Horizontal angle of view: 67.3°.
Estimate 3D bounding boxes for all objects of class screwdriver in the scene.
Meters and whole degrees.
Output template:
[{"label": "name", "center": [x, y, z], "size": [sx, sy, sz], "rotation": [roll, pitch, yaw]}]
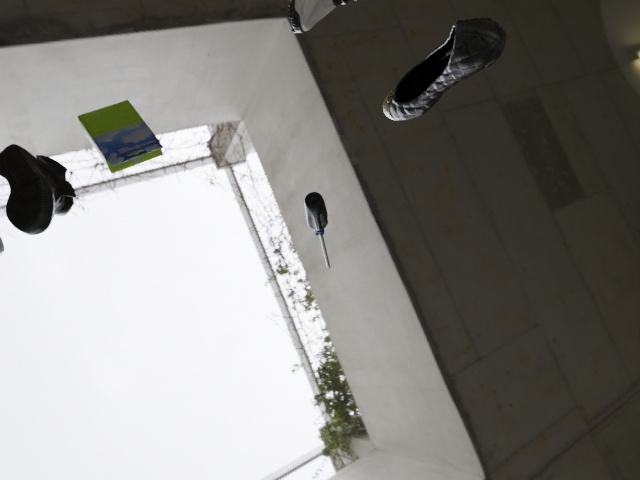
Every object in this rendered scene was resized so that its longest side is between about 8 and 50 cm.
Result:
[{"label": "screwdriver", "center": [0.000, 0.000, 0.541], "size": [0.024, 0.170, 0.025], "rotation": [21, -117, 17]}]

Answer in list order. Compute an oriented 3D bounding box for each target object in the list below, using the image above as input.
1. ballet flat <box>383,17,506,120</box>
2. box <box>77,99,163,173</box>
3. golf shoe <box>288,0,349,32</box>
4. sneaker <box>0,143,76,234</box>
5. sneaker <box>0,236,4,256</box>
[{"label": "ballet flat", "center": [0.102, -0.161, 0.457], "size": [0.049, 0.173, 0.057], "rotation": [12, -101, -19]}, {"label": "box", "center": [-0.397, -0.206, 0.962], "size": [0.109, 0.042, 0.178], "rotation": [-28, -121, -24]}, {"label": "golf shoe", "center": [0.034, -0.346, 0.628], "size": [0.094, 0.077, 0.198], "rotation": [29, -103, 19]}, {"label": "sneaker", "center": [-0.315, -0.053, 0.553], "size": [0.051, 0.089, 0.170], "rotation": [-40, -123, -2]}, {"label": "sneaker", "center": [-0.326, -0.028, 0.323], "size": [0.305, 0.114, 0.152], "rotation": [32, -126, 26]}]
